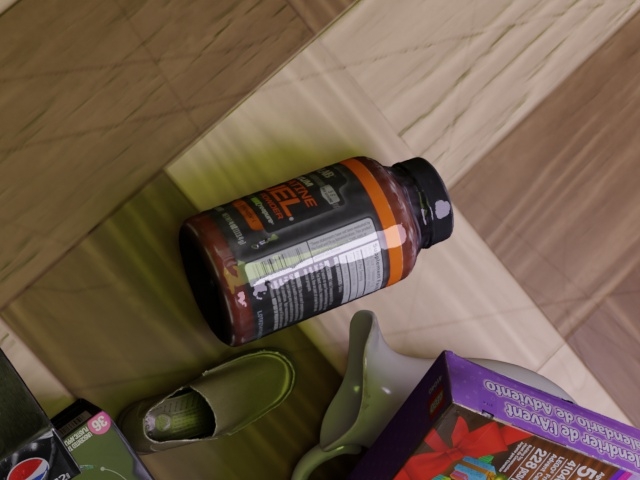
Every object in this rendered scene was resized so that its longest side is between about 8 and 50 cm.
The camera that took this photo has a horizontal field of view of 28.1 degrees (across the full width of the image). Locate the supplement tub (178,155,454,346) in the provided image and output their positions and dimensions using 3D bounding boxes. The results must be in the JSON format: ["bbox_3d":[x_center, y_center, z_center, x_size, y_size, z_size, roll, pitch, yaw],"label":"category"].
[{"bbox_3d":[0.000,0.000,0.972,0.198,0.106,0.106,-21,95,-18],"label":"supplement tub"}]

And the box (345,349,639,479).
[{"bbox_3d":[0.104,0.228,0.935,0.201,0.057,0.293,22,122,-16],"label":"box"}]

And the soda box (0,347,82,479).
[{"bbox_3d":[-0.229,0.107,0.864,0.060,0.169,0.053,-32,135,-17],"label":"soda box"}]

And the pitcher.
[{"bbox_3d":[0.094,0.167,1.001,0.207,0.125,0.177,22,110,-12],"label":"pitcher"}]

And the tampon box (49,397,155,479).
[{"bbox_3d":[-0.166,0.214,0.913,0.120,0.101,0.161,-36,99,-16],"label":"tampon box"}]

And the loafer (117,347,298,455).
[{"bbox_3d":[-0.080,0.125,0.971,0.148,0.050,0.056,-25,96,-17],"label":"loafer"}]
